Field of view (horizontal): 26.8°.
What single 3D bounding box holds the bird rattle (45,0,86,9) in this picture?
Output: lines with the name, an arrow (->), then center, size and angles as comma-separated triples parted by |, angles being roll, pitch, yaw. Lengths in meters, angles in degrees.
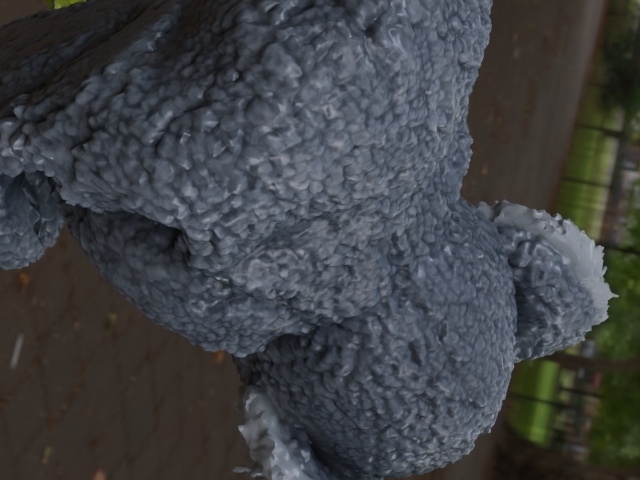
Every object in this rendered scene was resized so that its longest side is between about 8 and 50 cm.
bird rattle -> -0.107, -0.166, 1.112 | 0.207, 0.253, 0.143 | -48, -159, 8

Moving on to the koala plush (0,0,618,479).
koala plush -> 0.000, 0.000, 0.472 | 0.196, 0.203, 0.221 | -39, 117, -19
